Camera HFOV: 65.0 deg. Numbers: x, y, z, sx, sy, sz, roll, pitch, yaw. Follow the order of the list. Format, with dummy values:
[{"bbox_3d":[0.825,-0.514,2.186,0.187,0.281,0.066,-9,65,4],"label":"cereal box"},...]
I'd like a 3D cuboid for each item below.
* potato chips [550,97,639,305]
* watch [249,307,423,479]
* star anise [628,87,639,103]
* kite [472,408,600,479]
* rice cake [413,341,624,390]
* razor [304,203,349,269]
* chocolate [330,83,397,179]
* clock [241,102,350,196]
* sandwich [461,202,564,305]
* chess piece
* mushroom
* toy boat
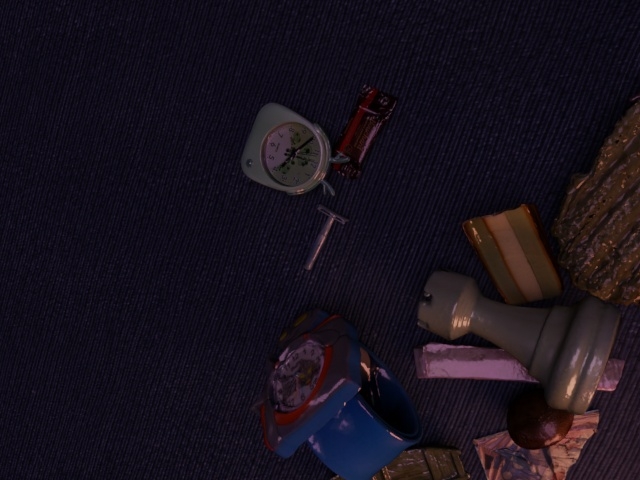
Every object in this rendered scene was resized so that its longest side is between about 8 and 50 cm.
[{"bbox_3d":[0.603,-0.059,0.824,0.359,0.070,0.429,30,112,1],"label":"potato chips"},{"bbox_3d":[0.038,0.282,0.950,0.275,0.305,0.241,39,107,-23],"label":"watch"},{"bbox_3d":[0.643,-0.242,0.783,0.228,0.219,0.148,-14,90,56],"label":"star anise"},{"bbox_3d":[0.442,0.459,0.964,0.315,0.011,0.335,27,100,10],"label":"kite"},{"bbox_3d":[0.360,0.233,0.941,0.366,0.056,0.072,0,78,13],"label":"rice cake"},{"bbox_3d":[0.000,0.000,1.024,0.068,0.040,0.134,29,107,10],"label":"razor"},{"bbox_3d":[0.079,-0.212,0.991,0.086,0.028,0.182,29,103,19],"label":"chocolate"},{"bbox_3d":[-0.046,-0.165,0.995,0.211,0.066,0.159,29,105,14],"label":"clock"},{"bbox_3d":[0.340,0.033,0.879,0.117,0.144,0.187,-19,89,32],"label":"sandwich"},{"bbox_3d":[0.324,0.149,0.861,0.299,0.195,0.194,20,99,28],"label":"chess piece"},{"bbox_3d":[0.396,0.325,0.906,0.087,0.127,0.127,42,102,-5],"label":"mushroom"},{"bbox_3d":[0.146,0.468,1.010,0.293,0.055,0.093,-19,90,13],"label":"toy boat"}]
